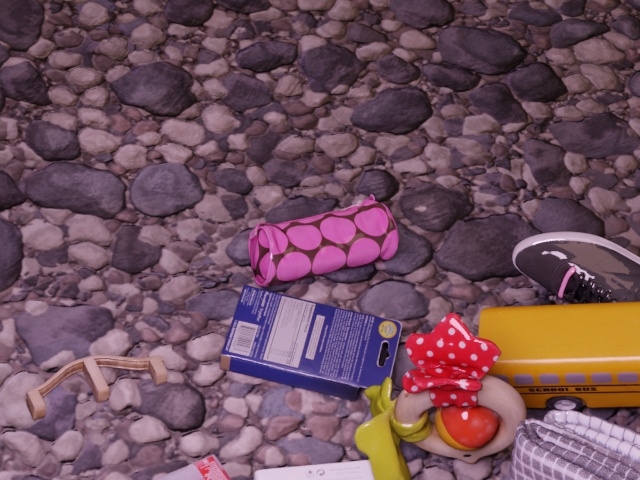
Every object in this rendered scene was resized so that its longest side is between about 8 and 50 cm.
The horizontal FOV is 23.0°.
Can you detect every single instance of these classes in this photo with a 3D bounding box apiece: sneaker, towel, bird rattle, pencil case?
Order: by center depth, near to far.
[{"bbox_3d":[0.328,0.340,1.741,0.121,0.235,0.284,-13,22,-36],"label":"towel"},{"bbox_3d":[0.160,0.200,1.953,0.207,0.253,0.143,22,40,-23],"label":"bird rattle"},{"bbox_3d":[0.402,0.088,2.195,0.296,0.104,0.147,21,40,4],"label":"sneaker"},{"bbox_3d":[0.000,0.000,2.222,0.209,0.095,0.098,-12,83,-24],"label":"pencil case"}]

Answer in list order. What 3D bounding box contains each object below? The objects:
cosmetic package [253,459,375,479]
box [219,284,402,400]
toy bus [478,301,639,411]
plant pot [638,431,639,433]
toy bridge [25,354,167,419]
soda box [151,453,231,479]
[{"bbox_3d":[-0.002,0.400,1.716,0.138,0.224,0.224,-4,45,-15],"label":"cosmetic package"},{"bbox_3d":[-0.011,0.141,2.113,0.225,0.036,0.136,13,44,4],"label":"box"},{"bbox_3d":[0.381,0.150,2.058,0.333,0.130,0.108,-3,57,16],"label":"toy bus"},{"bbox_3d":[0.468,0.316,1.874,0.203,0.291,0.291,-27,53,-12],"label":"plant pot"},{"bbox_3d":[-0.291,0.178,2.030,0.188,0.026,0.063,-15,48,-24],"label":"toy bridge"},{"bbox_3d":[-0.219,0.349,1.821,0.263,0.092,0.083,-19,51,-27],"label":"soda box"}]
